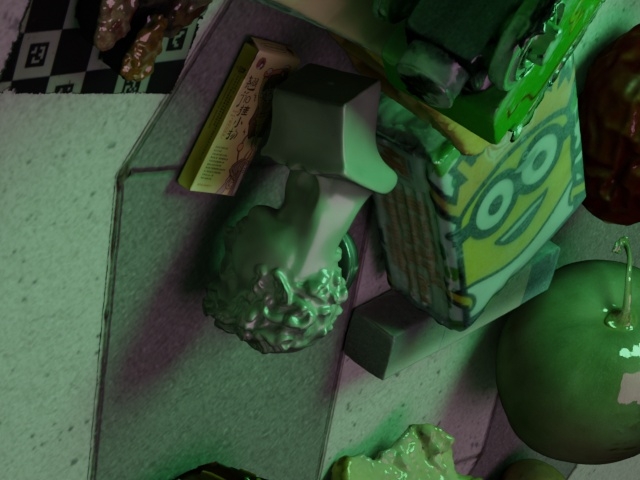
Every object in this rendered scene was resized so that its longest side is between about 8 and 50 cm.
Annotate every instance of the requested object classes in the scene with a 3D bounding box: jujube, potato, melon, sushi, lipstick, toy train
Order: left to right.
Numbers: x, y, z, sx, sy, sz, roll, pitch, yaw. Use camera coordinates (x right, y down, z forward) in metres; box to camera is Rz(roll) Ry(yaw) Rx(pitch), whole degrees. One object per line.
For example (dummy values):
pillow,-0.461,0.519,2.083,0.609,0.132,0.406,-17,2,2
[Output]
sushi,-0.136,-0.187,1.409,0.210,0.040,0.193,-2,121,-56
lipstick,0.157,0.067,2.089,0.317,0.066,0.068,-24,139,-43
toy train,0.137,-0.190,1.288,0.243,0.132,0.188,-56,164,-10
potato,0.298,0.370,2.585,0.147,0.112,0.112,-14,131,-41
melon,0.346,0.157,2.278,0.272,0.271,0.308,-53,168,-4
jujube,0.379,-0.135,2.114,0.174,0.174,0.250,-23,142,-44

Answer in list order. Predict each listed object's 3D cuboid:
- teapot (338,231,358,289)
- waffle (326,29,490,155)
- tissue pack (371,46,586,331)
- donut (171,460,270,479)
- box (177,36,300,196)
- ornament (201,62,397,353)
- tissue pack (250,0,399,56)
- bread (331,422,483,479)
teapot,0.006,0.006,1.780,0.124,0.092,0.091,-55,169,13
waffle,0.064,-0.172,1.599,0.057,0.168,0.274,-49,153,1
tissue pack,0.162,-0.082,1.877,0.228,0.128,0.311,-46,151,-20
donut,-0.133,0.326,1.890,0.230,0.096,0.216,14,106,-60
box,-0.071,-0.109,1.609,0.073,0.020,0.149,4,116,-58
ornament,-0.010,-0.024,1.653,0.120,0.130,0.285,-22,140,-59
tissue pack,0.022,-0.360,1.284,0.405,0.205,0.331,-63,153,6
bread,0.123,0.368,2.200,0.183,0.211,0.224,-28,147,-29
